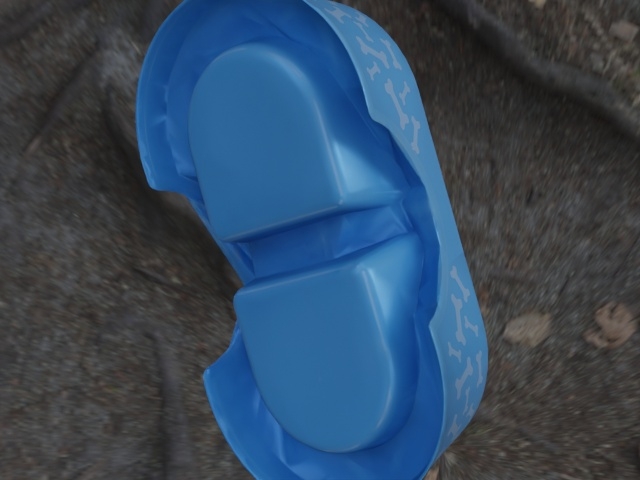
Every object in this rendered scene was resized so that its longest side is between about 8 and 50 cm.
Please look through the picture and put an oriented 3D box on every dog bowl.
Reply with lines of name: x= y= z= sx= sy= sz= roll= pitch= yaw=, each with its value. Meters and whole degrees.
dog bowl: x=0.000 y=0.000 z=0.878 sx=0.166 sy=0.074 sz=0.297 roll=-15 pitch=92 yaw=39
